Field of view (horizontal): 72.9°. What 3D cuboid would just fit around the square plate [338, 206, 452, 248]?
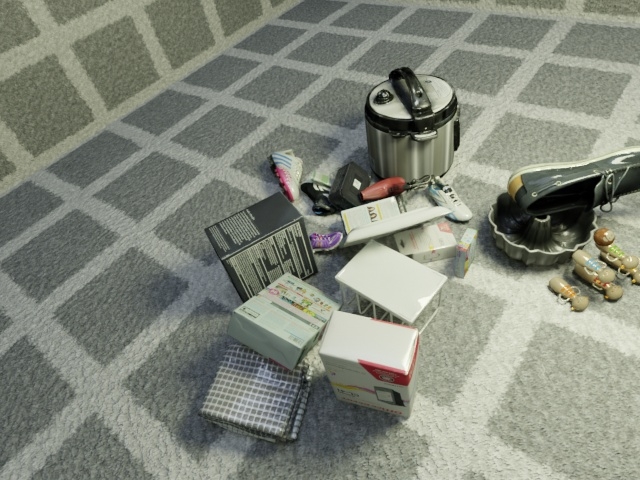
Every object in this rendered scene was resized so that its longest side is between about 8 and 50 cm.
[{"bbox_3d":[0.231,-0.045,1.475,0.344,0.347,0.049,-17,87,-2],"label":"square plate"}]

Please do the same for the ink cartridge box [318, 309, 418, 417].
[{"bbox_3d":[0.138,0.332,1.139,0.226,0.306,0.131,8,51,20],"label":"ink cartridge box"}]

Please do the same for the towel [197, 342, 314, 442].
[{"bbox_3d":[-0.180,0.432,1.249,0.284,0.121,0.235,6,51,18],"label":"towel"}]

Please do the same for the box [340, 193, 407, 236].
[{"bbox_3d":[0.204,-0.094,1.650,0.244,0.060,0.100,-16,88,-2],"label":"box"}]

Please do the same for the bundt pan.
[{"bbox_3d":[0.736,-0.041,1.467,0.331,0.124,0.330,-6,46,7],"label":"bundt pan"}]

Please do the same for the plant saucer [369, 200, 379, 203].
[{"bbox_3d":[0.253,-0.130,1.731,0.119,0.021,0.119,-7,47,8],"label":"plant saucer"}]

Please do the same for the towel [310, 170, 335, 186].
[{"bbox_3d":[0.032,-0.245,1.821,0.152,0.023,0.113,22,23,-5],"label":"towel"}]

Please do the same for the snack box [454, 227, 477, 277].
[{"bbox_3d":[0.482,0.043,1.437,0.037,0.141,0.100,19,55,28],"label":"snack box"}]

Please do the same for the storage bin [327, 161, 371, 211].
[{"bbox_3d":[0.119,-0.210,1.738,0.084,0.122,0.180,-22,40,51],"label":"storage bin"}]

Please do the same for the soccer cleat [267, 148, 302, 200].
[{"bbox_3d":[-0.132,-0.305,1.916,0.143,0.116,0.331,-22,47,-6],"label":"soccer cleat"}]

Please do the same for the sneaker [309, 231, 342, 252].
[{"bbox_3d":[0.000,0.000,1.613,0.170,0.071,0.068,-15,39,19],"label":"sneaker"}]

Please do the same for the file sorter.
[{"bbox_3d":[0.221,0.166,1.363,0.278,0.173,0.193,28,59,32],"label":"file sorter"}]

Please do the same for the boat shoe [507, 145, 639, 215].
[{"bbox_3d":[0.861,-0.171,1.357,0.500,0.187,0.156,-7,52,14],"label":"boat shoe"}]

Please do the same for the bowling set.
[{"bbox_3d":[0.849,0.079,1.289,0.287,0.200,0.154,-29,50,-8],"label":"bowling set"}]

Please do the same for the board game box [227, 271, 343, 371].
[{"bbox_3d":[-0.094,0.231,1.305,0.224,0.097,0.303,27,27,17],"label":"board game box"}]

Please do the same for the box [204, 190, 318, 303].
[{"bbox_3d":[-0.193,0.039,1.495,0.294,0.296,0.182,-28,48,-14],"label":"box"}]

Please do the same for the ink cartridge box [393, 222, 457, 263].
[{"bbox_3d":[0.370,0.015,1.540,0.198,0.067,0.115,-11,46,1],"label":"ink cartridge box"}]

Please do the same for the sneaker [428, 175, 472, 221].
[{"bbox_3d":[0.492,-0.158,1.658,0.085,0.086,0.237,-24,49,-11],"label":"sneaker"}]

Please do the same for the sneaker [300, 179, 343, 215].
[{"bbox_3d":[-0.021,-0.174,1.795,0.217,0.079,0.121,24,56,29],"label":"sneaker"}]

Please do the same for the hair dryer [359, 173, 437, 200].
[{"bbox_3d":[0.286,-0.211,1.643,0.294,0.080,0.224,-16,-2,26],"label":"hair dryer"}]

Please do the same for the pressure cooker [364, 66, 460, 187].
[{"bbox_3d":[0.362,-0.467,1.742,0.370,0.420,0.375,25,57,32],"label":"pressure cooker"}]
